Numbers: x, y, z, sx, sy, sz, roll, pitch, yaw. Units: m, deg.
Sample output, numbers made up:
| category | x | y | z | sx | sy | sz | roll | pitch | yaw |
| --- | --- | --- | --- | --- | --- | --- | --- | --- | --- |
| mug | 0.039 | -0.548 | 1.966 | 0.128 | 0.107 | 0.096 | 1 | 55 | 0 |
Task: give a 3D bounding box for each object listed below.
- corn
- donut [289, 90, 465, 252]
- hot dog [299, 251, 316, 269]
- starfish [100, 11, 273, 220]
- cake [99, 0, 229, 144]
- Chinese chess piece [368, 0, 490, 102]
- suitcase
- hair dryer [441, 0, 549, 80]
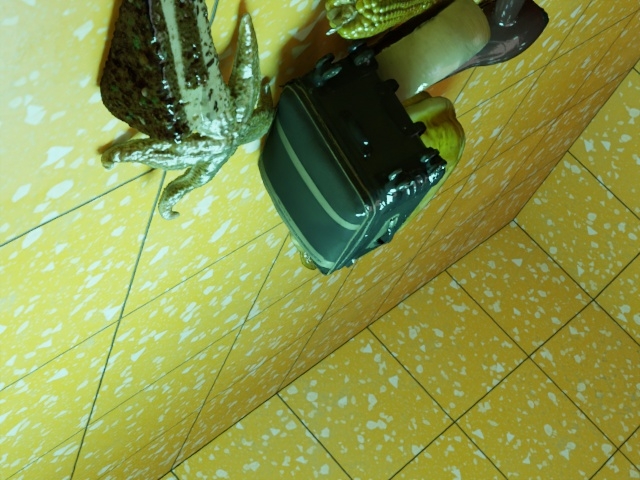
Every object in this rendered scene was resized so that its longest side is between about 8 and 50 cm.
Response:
| category | x | y | z | sx | sy | sz | roll | pitch | yaw |
| --- | --- | --- | --- | --- | --- | --- | --- | --- | --- |
| corn | 0.115 | -0.388 | 1.591 | 0.310 | 0.101 | 0.101 | -32 | 162 | -41 |
| donut | 0.116 | -0.129 | 2.135 | 0.449 | 0.198 | 0.449 | -39 | 167 | -11 |
| hot dog | 0.001 | 0.001 | 2.459 | 0.147 | 0.065 | 0.099 | -56 | 164 | 4 |
| starfish | -0.157 | -0.171 | 1.506 | 0.327 | 0.094 | 0.375 | -15 | 144 | -58 |
| cake | -0.210 | -0.251 | 1.243 | 0.112 | 0.135 | 0.246 | -46 | 141 | -39 |
| Chinese chess piece | 0.167 | -0.321 | 1.735 | 0.250 | 0.103 | 0.250 | -33 | -169 | 7 |
| suitcase | 0.036 | -0.114 | 1.711 | 0.194 | 0.283 | 0.434 | -29 | 170 | -18 |
| hair dryer | 0.330 | -0.449 | 1.974 | 0.313 | 0.123 | 0.340 | -28 | 161 | -16 |
